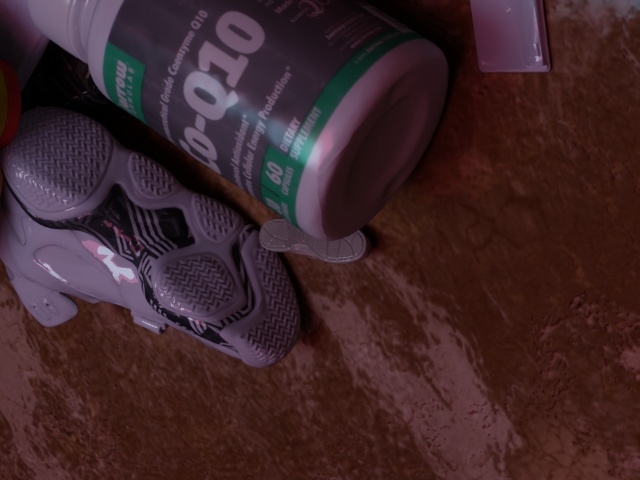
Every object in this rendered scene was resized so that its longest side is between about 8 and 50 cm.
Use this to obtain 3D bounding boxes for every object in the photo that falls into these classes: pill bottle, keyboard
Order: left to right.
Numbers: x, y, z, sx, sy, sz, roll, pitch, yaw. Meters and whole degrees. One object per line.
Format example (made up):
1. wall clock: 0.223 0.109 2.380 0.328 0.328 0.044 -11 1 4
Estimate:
1. pill bottle: -0.080 -0.173 1.549 0.361 0.204 0.204 34 127 21
2. keyboard: 0.151 -0.268 1.458 0.072 0.014 0.256 7 114 41

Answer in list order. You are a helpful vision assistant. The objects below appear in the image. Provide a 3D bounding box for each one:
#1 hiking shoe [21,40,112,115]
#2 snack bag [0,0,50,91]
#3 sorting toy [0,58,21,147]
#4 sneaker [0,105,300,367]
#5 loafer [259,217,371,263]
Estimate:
1. hiking shoe: -0.247 -0.165 1.758 0.114 0.086 0.227 39 128 21
2. snack bag: -0.382 -0.274 1.793 0.342 0.037 0.323 57 132 23
3. sorting toy: -0.398 -0.118 1.727 0.255 0.089 0.257 52 130 39
4. sneaker: -0.193 0.029 1.782 0.366 0.137 0.210 37 143 2
5. loafer: 0.000 0.000 1.684 0.125 0.039 0.045 7 82 32
